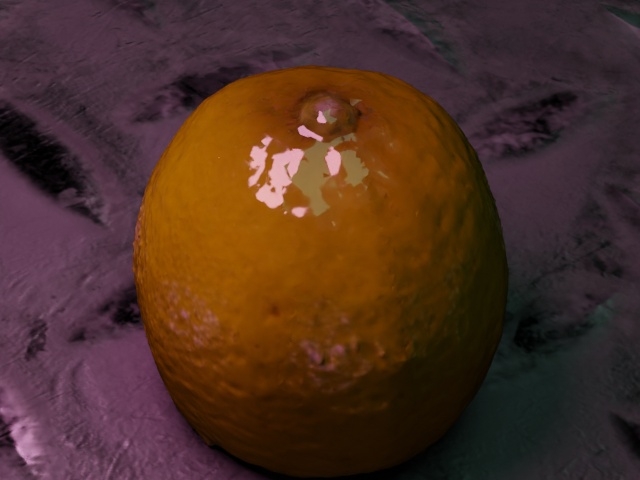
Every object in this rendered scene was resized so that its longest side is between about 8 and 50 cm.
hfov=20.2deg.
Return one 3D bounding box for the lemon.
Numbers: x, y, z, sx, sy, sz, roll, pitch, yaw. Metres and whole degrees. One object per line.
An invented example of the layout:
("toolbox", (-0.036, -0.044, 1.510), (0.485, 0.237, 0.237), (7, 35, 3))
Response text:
("lemon", (0.000, 0.000, 1.576), (0.364, 0.364, 0.364), (5, 41, -4))
